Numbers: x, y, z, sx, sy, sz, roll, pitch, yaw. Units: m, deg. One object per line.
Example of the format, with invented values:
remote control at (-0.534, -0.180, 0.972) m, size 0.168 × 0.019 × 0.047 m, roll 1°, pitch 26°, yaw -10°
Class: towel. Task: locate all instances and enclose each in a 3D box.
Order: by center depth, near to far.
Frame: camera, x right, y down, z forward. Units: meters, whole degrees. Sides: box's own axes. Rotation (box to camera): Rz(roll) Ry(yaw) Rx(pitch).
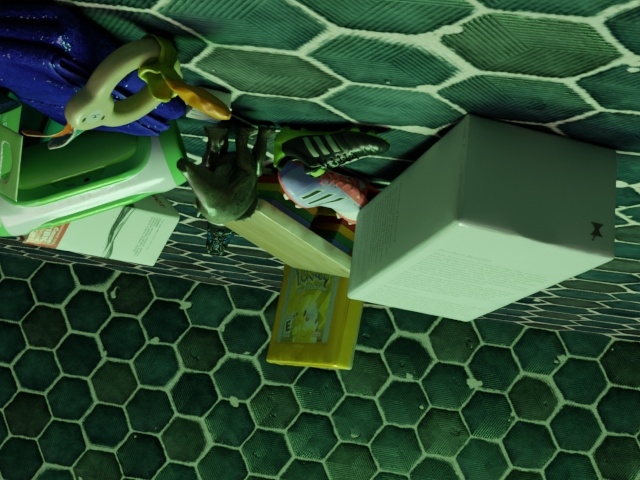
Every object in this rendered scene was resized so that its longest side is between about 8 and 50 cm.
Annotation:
towel at (-0.335, -0.206, 1.234) m, size 0.227 × 0.076 × 0.308 m, roll 4°, pitch 169°, yaw 19°

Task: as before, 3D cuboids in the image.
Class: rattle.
rattle at (-0.226, -0.134, 1.132) m, size 0.143 × 0.199 × 0.130 m, roll 52°, pitch 167°, yaw 1°

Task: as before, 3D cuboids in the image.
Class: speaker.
speaker at (-0.346, -0.100, 1.421) m, size 0.296 × 0.131 × 0.131 m, roll -17°, pitch 170°, yaw -2°

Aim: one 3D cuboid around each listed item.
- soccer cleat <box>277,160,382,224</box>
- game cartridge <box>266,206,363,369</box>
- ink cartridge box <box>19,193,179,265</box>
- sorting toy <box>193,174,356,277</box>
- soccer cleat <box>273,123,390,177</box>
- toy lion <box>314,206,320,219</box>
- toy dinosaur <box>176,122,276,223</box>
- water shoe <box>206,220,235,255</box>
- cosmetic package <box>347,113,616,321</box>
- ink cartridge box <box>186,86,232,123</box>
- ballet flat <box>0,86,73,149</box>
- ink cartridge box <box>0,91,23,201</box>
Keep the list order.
soccer cleat at (0.026, -0.088, 1.638) m, size 0.095 × 0.083 × 0.248 m, roll -23°, pitch 152°, yaw 31°
game cartridge at (-0.001, 0.090, 1.924) m, size 0.052 × 0.324 × 0.285 m, roll 15°, pitch 168°, yaw -28°
ink cartridge box at (-0.413, -0.070, 1.692) m, size 0.272 × 0.114 × 0.197 m, roll 12°, pitch -156°, yaw -46°
sorting toy at (-0.064, -0.036, 1.792) m, size 0.257 × 0.089 × 0.255 m, roll 33°, pitch 166°, yaw -30°
soccer cleat at (0.015, -0.126, 1.397) m, size 0.178 × 0.072 × 0.060 m, roll 4°, pitch 169°, yaw 23°
toy lion at (-0.045, -0.074, 1.893) m, size 0.100 × 0.034 × 0.096 m, roll 6°, pitch 163°, yaw 15°
toy dinosaur at (-0.132, -0.087, 1.402) m, size 0.121 × 0.160 × 0.313 m, roll 5°, pitch -170°, yaw 0°
water shoe at (-0.232, -0.009, 2.270) m, size 0.072 × 0.080 × 0.203 m, roll 9°, pitch 170°, yaw -5°
cosmetic package at (0.220, -0.013, 1.452) m, size 0.230 × 0.162 × 0.453 m, roll 12°, pitch 162°, yaw -14°
ink cartridge box at (-0.151, -0.187, 1.324) m, size 0.048 × 0.028 × 0.083 m, roll 11°, pitch 171°, yaw -19°
ballet flat at (-0.450, -0.181, 1.476) m, size 0.096 × 0.095 × 0.280 m, roll 16°, pitch 162°, yaw 16°
ink cartridge box at (-0.469, -0.153, 1.321) m, size 0.209 × 0.109 × 0.062 m, roll 29°, pitch -146°, yaw 15°
